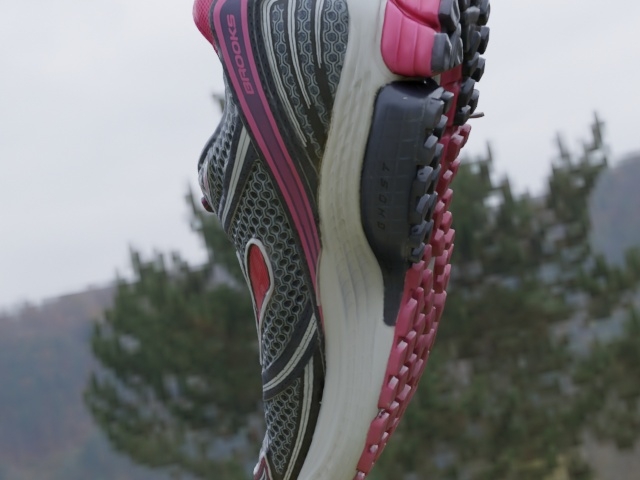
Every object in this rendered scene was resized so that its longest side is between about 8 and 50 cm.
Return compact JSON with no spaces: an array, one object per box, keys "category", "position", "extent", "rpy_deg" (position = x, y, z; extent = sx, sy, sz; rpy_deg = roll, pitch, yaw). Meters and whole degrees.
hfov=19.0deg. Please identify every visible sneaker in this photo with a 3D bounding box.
[{"category":"sneaker","position":[0.000,0.000,0.852],"extent":[0.112,0.299,0.121],"rpy_deg":[15,36,13]}]
